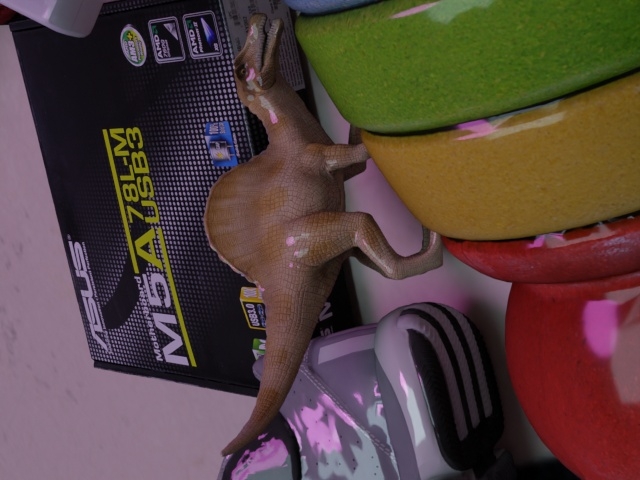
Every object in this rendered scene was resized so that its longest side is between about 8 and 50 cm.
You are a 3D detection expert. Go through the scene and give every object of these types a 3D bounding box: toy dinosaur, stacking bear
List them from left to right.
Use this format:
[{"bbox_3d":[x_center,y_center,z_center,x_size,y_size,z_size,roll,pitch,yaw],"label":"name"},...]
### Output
[{"bbox_3d":[0.000,0.000,0.540,0.053,0.092,0.183,87,-179,-67],"label":"toy dinosaur"},{"bbox_3d":[0.075,-0.054,0.390,0.164,0.175,0.289,8,124,63],"label":"stacking bear"}]

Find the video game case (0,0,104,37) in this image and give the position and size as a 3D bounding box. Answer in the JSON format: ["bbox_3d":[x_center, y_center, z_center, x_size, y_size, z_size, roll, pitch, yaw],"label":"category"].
[{"bbox_3d":[-0.117,-0.216,0.556,0.206,0.026,0.227,29,99,40],"label":"video game case"}]

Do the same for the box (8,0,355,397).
[{"bbox_3d":[-0.069,-0.024,0.661,0.184,0.045,0.191,3,109,47],"label":"box"}]

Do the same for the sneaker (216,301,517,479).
[{"bbox_3d":[0.023,0.145,0.574,0.132,0.086,0.229,-12,88,29],"label":"sneaker"}]

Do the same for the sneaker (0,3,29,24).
[{"bbox_3d":[-0.158,-0.171,0.650,0.262,0.104,0.125,-5,101,51],"label":"sneaker"}]
